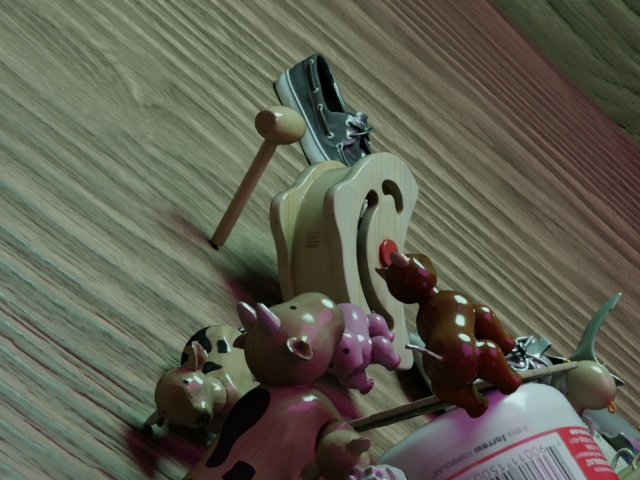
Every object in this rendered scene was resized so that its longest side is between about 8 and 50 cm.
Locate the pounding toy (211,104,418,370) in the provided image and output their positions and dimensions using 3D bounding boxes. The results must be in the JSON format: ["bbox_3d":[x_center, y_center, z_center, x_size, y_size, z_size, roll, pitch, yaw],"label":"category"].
[{"bbox_3d":[0.000,0.000,1.765,0.154,0.155,0.269,-12,94,-56],"label":"pounding toy"}]

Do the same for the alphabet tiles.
[{"bbox_3d":[0.084,0.145,1.558,0.198,0.237,0.009,0,72,-64],"label":"alphabet tiles"}]

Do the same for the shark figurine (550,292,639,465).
[{"bbox_3d":[0.300,0.167,1.966,0.278,0.166,0.116,58,46,-39],"label":"shark figurine"}]

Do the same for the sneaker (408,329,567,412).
[{"bbox_3d":[0.193,0.132,1.968,0.281,0.115,0.105,21,34,-52],"label":"sneaker"}]

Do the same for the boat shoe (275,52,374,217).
[{"bbox_3d":[0.024,-0.130,2.137,0.080,0.076,0.228,25,31,-49],"label":"boat shoe"}]

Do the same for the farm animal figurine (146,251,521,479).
[{"bbox_3d":[-0.032,0.133,1.365,0.172,0.330,0.326,41,52,-23],"label":"farm animal figurine"}]

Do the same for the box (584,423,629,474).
[{"bbox_3d":[0.244,0.291,1.805,0.094,0.113,0.275,46,19,-7],"label":"box"}]

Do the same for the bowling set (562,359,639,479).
[{"bbox_3d":[0.320,0.234,1.650,0.287,0.154,0.200,44,6,25],"label":"bowling set"}]

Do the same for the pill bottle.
[{"bbox_3d":[0.200,0.338,1.456,0.229,0.229,0.407,13,41,-58],"label":"pill bottle"}]
